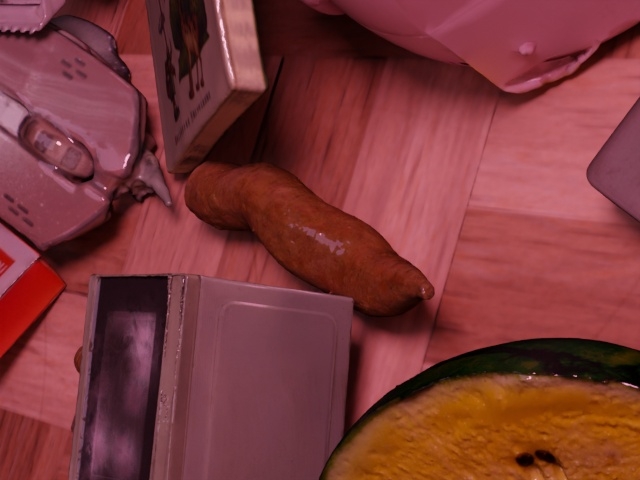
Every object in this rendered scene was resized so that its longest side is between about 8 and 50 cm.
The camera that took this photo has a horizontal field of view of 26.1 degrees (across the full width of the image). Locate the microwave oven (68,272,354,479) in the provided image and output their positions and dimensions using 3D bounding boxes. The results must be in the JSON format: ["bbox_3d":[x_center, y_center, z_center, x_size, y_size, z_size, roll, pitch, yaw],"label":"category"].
[{"bbox_3d":[-0.077,0.130,0.907,0.129,0.163,0.205,-2,80,47],"label":"microwave oven"}]

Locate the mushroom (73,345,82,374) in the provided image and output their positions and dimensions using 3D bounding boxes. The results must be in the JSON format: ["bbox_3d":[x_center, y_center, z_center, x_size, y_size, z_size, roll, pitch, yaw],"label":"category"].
[{"bbox_3d":[-0.127,0.108,1.027,0.127,0.087,0.127,-20,59,39],"label":"mushroom"}]

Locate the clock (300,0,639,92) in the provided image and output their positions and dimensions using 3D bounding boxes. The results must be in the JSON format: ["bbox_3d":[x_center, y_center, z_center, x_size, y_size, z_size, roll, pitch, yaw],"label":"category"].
[{"bbox_3d":[0.097,-0.323,0.905,0.368,0.250,0.377,-30,55,28],"label":"clock"}]

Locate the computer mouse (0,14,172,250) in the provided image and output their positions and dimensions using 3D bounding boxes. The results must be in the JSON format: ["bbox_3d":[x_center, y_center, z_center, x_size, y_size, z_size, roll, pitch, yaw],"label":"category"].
[{"bbox_3d":[-0.257,-0.105,1.220,0.389,0.115,0.199,35,99,45],"label":"computer mouse"}]

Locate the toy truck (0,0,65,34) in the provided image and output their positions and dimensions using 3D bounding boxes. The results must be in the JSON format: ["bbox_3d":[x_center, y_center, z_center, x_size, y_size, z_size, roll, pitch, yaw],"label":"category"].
[{"bbox_3d":[-0.233,-0.311,1.233,0.136,0.111,0.286,6,56,37],"label":"toy truck"}]

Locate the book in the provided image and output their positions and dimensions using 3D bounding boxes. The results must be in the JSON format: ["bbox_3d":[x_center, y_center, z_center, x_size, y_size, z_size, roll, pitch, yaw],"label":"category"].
[{"bbox_3d":[-0.108,-0.256,1.044,0.260,0.043,0.371,148,115,-70],"label":"book"}]

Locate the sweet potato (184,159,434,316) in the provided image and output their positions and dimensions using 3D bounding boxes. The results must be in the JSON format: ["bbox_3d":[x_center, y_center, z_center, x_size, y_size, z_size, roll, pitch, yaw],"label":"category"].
[{"bbox_3d":[0.000,0.000,0.980,0.281,0.059,0.067,29,135,44],"label":"sweet potato"}]

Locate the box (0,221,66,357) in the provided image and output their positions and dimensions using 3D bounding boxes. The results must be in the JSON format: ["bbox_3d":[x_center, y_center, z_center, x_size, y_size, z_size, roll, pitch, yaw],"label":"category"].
[{"bbox_3d":[-0.335,0.025,1.249,0.123,0.050,0.229,-48,46,-11],"label":"box"}]

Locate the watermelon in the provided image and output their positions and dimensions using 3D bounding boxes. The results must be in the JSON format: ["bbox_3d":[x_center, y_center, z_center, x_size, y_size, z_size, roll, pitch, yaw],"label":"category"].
[{"bbox_3d":[0.104,0.128,0.817,0.301,0.123,0.129,-30,76,31],"label":"watermelon"}]

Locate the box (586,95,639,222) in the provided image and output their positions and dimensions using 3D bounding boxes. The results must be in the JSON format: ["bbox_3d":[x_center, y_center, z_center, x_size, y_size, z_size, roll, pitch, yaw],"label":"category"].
[{"bbox_3d":[0.264,-0.104,0.800,0.244,0.055,0.103,-54,47,10],"label":"box"}]
